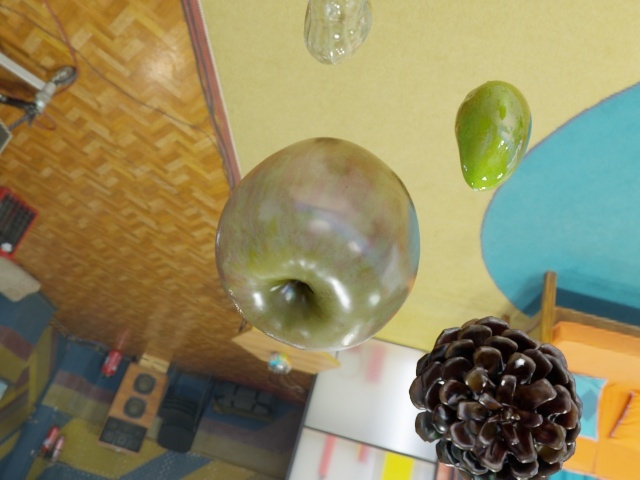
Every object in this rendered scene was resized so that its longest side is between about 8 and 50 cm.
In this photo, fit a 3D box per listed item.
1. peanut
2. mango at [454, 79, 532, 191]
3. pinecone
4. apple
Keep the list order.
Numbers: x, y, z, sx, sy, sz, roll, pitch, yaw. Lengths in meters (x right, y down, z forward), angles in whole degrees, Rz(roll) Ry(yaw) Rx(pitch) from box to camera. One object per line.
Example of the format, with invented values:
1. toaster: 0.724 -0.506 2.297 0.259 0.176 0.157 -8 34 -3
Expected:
1. peanut: 0.042 -0.482 1.125 0.147 0.146 0.305 15 151 3
2. mango: 0.384 -0.239 1.245 0.149 0.272 0.185 19 135 -13
3. pinecone: 0.239 0.231 0.781 0.247 0.246 0.292 9 175 15
4. apple: 0.000 0.000 0.716 0.257 0.233 0.256 9 129 11
